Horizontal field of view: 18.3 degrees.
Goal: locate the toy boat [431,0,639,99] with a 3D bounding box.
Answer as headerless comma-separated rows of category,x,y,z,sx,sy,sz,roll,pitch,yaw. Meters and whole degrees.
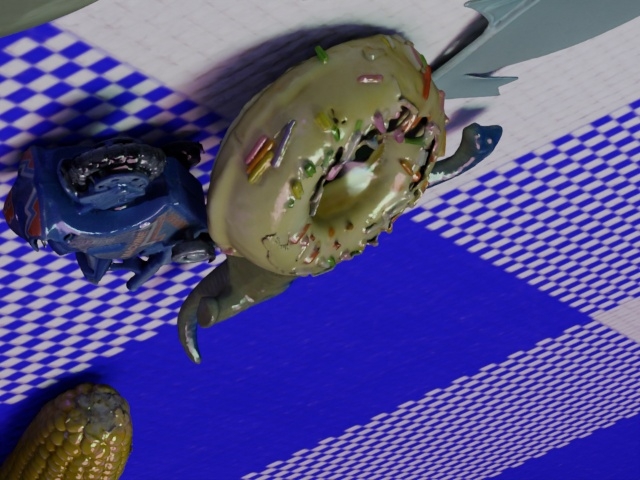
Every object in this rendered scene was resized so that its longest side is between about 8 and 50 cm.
toy boat,0.150,-0.134,1.176,0.220,0.067,0.291,-8,160,-32

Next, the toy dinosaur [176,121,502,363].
toy dinosaur,0.000,0.000,1.378,0.188,0.075,0.248,-11,152,-31

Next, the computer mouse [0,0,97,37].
computer mouse,-0.079,-0.187,0.645,0.228,0.145,0.429,-7,149,-38

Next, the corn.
corn,-0.227,0.201,1.666,0.101,0.101,0.292,-7,153,-32

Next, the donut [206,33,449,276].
donut,0.008,-0.046,1.192,0.174,0.068,0.174,-32,151,-20

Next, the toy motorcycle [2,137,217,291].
toy motorcycle,-0.127,-0.018,1.208,0.114,0.076,0.205,-12,164,9
